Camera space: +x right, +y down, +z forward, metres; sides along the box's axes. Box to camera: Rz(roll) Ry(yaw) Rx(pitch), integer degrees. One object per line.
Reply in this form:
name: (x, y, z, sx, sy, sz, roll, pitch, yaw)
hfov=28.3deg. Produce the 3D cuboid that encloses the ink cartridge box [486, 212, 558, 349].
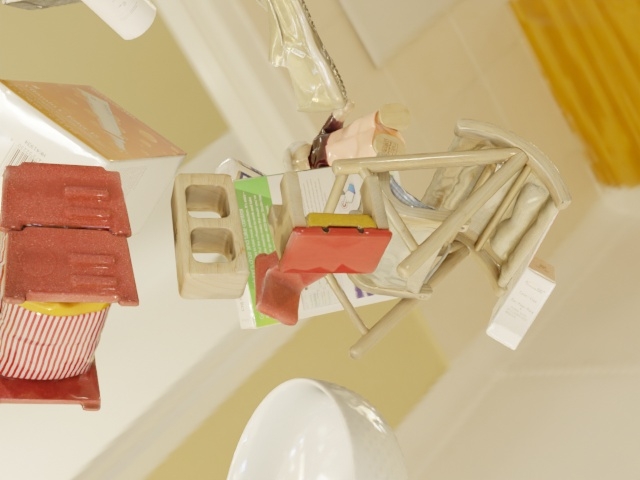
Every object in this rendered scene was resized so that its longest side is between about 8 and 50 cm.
ink cartridge box: (0.393, 0.052, 2.288, 0.261, 0.066, 0.296, -61, 174, 9)

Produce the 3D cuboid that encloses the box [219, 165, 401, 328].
box: (0.000, 0.000, 2.022, 0.322, 0.232, 0.058, -10, 178, -32)

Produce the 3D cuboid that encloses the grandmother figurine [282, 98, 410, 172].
grandmother figurine: (0.037, -0.173, 2.535, 0.342, 0.104, 0.207, -10, -123, 54)

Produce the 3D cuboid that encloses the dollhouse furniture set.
dollhouse furniture set: (-0.131, 0.050, 1.224, 0.374, 0.152, 0.201, 2, 144, -18)

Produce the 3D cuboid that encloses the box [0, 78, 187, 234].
box: (-0.385, -0.120, 1.969, 0.168, 0.215, 0.345, -56, 173, 11)

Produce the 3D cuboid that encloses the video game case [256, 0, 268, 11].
video game case: (-0.125, -0.520, 2.370, 0.026, 0.206, 0.227, -26, -155, -4)

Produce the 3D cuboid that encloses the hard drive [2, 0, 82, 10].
hard drive: (-0.401, -0.499, 2.031, 0.064, 0.236, 0.339, 7, 180, -39)

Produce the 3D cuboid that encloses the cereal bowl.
cereal bowl: (0.008, 0.348, 1.597, 0.339, 0.141, 0.339, -38, -136, 49)

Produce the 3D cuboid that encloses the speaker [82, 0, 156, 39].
speaker: (-0.246, -0.285, 1.426, 0.055, 0.136, 0.055, -20, -129, 27)

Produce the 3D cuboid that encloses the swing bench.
swing bench: (0.134, -0.010, 1.568, 0.255, 0.165, 0.253, -22, 158, -24)

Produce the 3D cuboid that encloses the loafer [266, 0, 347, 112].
loafer: (-0.048, -0.318, 2.023, 0.092, 0.268, 0.102, -25, -170, 7)

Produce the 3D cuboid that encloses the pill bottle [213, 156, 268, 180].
pill bottle: (-0.129, -0.089, 2.525, 0.094, 0.169, 0.094, -42, -147, 36)
